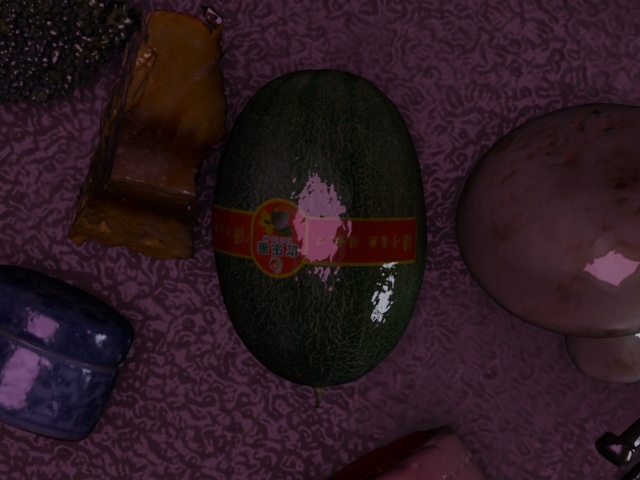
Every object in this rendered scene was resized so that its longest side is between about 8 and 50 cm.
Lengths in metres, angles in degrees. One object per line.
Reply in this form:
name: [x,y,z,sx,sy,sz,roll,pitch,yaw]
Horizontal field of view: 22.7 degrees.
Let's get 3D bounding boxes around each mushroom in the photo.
mushroom: [0.236,0.011,1.343,0.244,0.243,0.243,0,92,1]

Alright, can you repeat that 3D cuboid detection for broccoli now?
broccoli: [-0.276,-0.210,1.348,0.226,0.198,0.176,-19,55,-25]

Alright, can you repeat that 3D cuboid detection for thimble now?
thimble: [0.061,0.250,1.360,0.190,0.163,0.125,-30,91,-4]

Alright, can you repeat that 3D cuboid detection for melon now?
melon: [0.000,0.000,1.344,0.182,0.182,0.287,-3,95,1]

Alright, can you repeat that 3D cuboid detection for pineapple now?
pineapple: [-0.139,-0.078,1.328,0.114,0.186,0.236,8,120,-11]

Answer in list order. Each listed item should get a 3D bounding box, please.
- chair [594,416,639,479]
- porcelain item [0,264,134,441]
chair: [0.477,0.144,1.248,0.365,0.362,0.410,37,81,17]
porcelain item: [-0.241,0.092,1.368,0.147,0.147,0.114,26,93,0]
